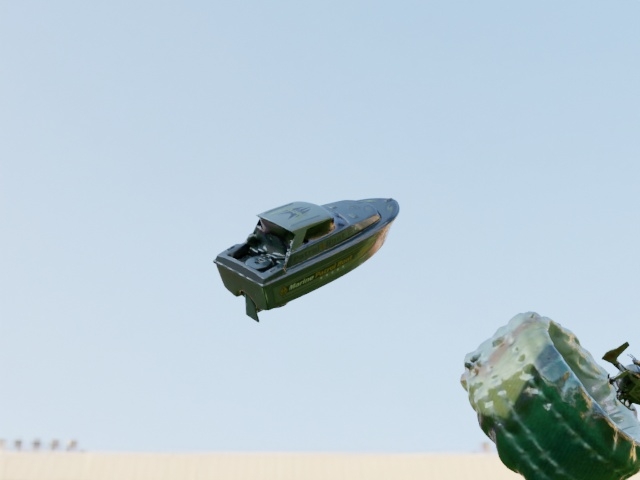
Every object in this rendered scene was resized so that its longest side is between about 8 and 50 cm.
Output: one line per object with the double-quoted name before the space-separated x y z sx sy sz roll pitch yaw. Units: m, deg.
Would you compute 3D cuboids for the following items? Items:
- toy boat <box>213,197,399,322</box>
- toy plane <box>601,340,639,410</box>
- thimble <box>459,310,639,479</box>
"toy boat" 0.000 0.000 0.818 0.141 0.055 0.060 -25 -56 -34
"toy plane" 0.310 0.136 1.225 0.049 0.031 0.120 -36 -45 20
"thimble" 0.344 0.251 1.818 0.167 0.288 0.254 -42 -13 17
